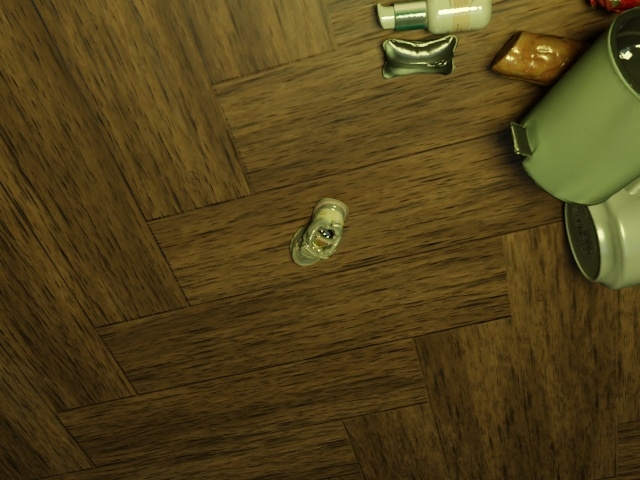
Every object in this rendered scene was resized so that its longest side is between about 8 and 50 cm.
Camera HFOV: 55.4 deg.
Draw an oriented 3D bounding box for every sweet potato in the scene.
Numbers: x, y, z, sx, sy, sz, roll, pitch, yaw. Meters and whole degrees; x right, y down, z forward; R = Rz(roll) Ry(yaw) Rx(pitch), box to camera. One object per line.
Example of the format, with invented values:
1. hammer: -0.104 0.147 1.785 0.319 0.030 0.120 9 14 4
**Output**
1. sweet potato: 0.429 -0.329 1.105 0.252 0.097 0.097 0 124 -10

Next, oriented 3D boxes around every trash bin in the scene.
1. trash bin: 0.488 -0.209 1.009 0.277 0.217 0.262 2 155 -14

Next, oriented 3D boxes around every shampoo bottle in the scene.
1. shampoo bottle: 0.196 -0.395 1.062 0.192 0.074 0.074 -6 124 4

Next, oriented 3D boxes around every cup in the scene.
1. cup: 0.675 -0.069 1.182 0.327 0.236 0.322 -11 136 6

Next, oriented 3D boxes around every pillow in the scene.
1. pillow: 0.181 -0.335 1.114 0.136 0.091 0.055 -1 86 5

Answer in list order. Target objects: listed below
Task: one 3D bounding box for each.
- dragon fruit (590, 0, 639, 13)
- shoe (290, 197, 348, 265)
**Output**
1. dragon fruit: 0.514 -0.448 1.018 0.142 0.130 0.121 -35 85 22
2. shoe: 0.000 0.000 1.312 0.089 0.092 0.180 25 120 -17
